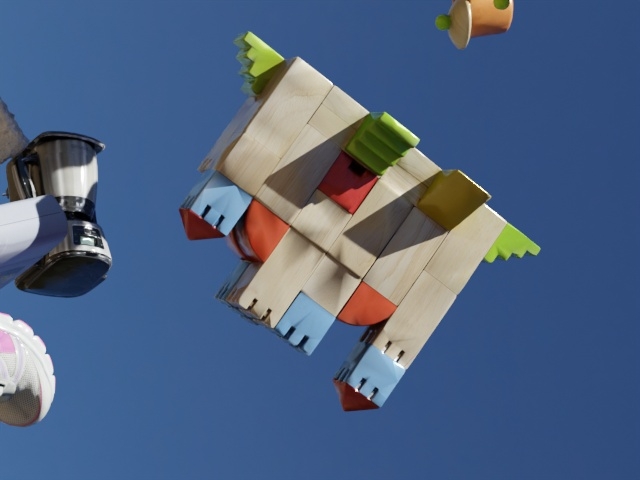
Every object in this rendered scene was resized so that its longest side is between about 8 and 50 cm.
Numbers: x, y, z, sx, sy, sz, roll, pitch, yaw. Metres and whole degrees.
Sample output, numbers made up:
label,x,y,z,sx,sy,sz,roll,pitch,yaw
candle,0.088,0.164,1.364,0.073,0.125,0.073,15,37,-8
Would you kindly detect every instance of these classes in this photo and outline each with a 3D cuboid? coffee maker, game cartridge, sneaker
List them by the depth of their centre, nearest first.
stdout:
label,x,y,z,sx,sy,sz,roll,pitch,yaw
sneaker,-0.341,0.109,1.714,0.103,0.252,0.111,-19,-135,28
game cartridge,-0.408,0.049,1.972,0.294,0.196,0.060,-33,-93,28
coffee maker,-0.327,-0.021,2.336,0.171,0.120,0.178,119,-33,-61

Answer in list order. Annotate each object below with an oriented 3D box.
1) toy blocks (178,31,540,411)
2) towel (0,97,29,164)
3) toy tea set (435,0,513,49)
label,x,y,z,sx,sy,sz,roll,pitch,yaw
toy blocks,0.000,0.000,1.957,0.261,0.381,0.191,-55,-165,-8
towel,-0.484,-0.182,2.173,0.282,0.187,0.049,59,1,-9
toy tea set,0.180,-0.383,2.175,0.200,0.124,0.336,-133,-136,-70
